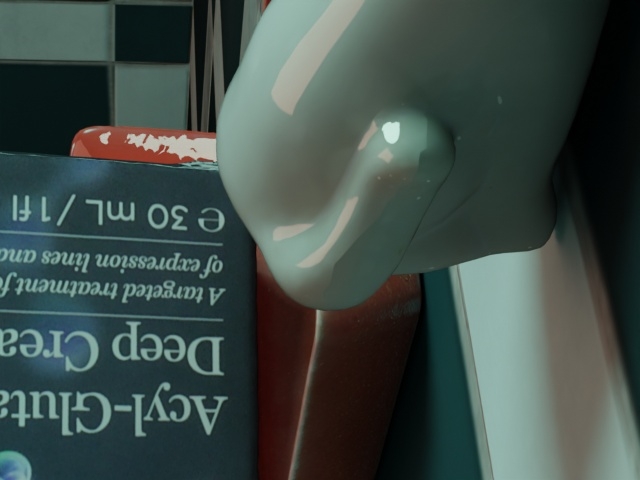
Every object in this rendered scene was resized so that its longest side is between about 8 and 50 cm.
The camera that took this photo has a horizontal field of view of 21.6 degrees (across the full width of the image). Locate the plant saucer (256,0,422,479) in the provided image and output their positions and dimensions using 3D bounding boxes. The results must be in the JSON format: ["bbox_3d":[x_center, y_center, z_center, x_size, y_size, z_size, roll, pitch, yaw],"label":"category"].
[{"bbox_3d":[0.000,0.000,0.754,0.259,0.047,0.258,99,169,-54],"label":"plant saucer"}]

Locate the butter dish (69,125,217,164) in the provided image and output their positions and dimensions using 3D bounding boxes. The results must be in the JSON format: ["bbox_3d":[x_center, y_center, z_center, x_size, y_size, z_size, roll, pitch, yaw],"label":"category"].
[{"bbox_3d":[-0.074,0.002,1.085,0.118,0.159,0.160,-35,-52,-69],"label":"butter dish"}]

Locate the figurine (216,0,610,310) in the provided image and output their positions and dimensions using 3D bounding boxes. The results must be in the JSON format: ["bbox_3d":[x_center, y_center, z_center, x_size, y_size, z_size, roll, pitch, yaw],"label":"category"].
[{"bbox_3d":[0.029,-0.122,0.389,0.209,0.092,0.215,107,162,-54],"label":"figurine"}]

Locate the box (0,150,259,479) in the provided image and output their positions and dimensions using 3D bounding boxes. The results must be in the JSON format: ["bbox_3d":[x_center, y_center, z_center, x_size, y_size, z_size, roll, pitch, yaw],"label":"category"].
[{"bbox_3d":[-0.198,0.163,0.811,0.212,0.293,0.396,153,118,-66],"label":"box"}]
